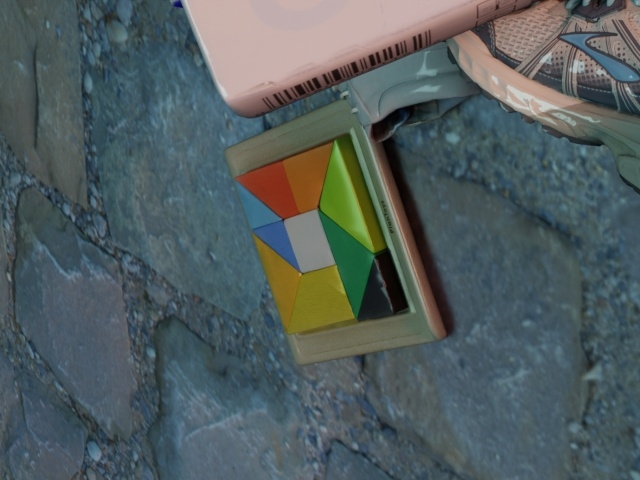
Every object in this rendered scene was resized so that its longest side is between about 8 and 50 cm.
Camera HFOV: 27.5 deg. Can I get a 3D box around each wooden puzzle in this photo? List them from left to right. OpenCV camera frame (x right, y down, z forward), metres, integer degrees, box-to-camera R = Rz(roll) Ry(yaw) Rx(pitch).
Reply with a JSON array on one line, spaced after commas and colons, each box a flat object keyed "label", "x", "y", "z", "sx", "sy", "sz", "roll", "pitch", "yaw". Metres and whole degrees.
[{"label": "wooden puzzle", "x": 0.000, "y": 0.000, "z": 1.169, "sx": 0.238, "sy": 0.044, "sz": 0.221, "roll": -16, "pitch": 93, "yaw": 55}]

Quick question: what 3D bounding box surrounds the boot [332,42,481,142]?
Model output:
[{"label": "boot", "x": 0.021, "y": -0.135, "z": 1.028, "sx": 0.258, "sy": 0.095, "sz": 0.123, "roll": -13, "pitch": 89, "yaw": 54}]

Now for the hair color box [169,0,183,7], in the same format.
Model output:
[{"label": "hair color box", "x": -0.040, "y": -0.351, "z": 0.929, "sx": 0.185, "sy": 0.110, "sz": 0.339, "roll": -11, "pitch": 85, "yaw": 45}]

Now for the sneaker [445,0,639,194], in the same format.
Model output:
[{"label": "sneaker", "x": 0.199, "y": -0.114, "z": 0.821, "sx": 0.283, "sy": 0.110, "sz": 0.122, "roll": 38, "pitch": 116, "yaw": 34}]

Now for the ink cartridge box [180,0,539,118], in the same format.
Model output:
[{"label": "ink cartridge box", "x": 0.020, "y": -0.307, "z": 0.782, "sx": 0.091, "sy": 0.308, "sz": 0.385, "roll": 3, "pitch": -116, "yaw": -85}]
